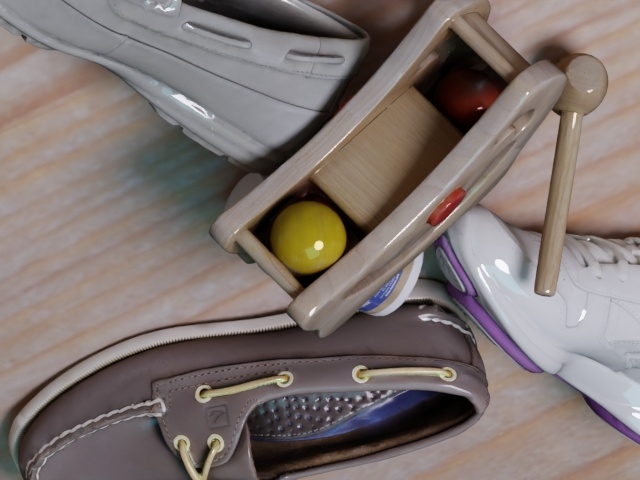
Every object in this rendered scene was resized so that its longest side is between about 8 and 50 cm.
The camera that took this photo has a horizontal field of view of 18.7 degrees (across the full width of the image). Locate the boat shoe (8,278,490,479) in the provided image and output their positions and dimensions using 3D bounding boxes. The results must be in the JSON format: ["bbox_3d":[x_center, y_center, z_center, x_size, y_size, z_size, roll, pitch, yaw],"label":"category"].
[{"bbox_3d":[-0.049,0.119,1.294,0.324,0.096,0.116,-15,132,-2],"label":"boat shoe"}]

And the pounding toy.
[{"bbox_3d":[0.083,-0.035,1.115,0.269,0.155,0.154,-41,168,-18],"label":"pounding toy"}]

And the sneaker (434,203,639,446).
[{"bbox_3d":[0.192,0.032,1.297,0.305,0.114,0.152,32,102,-39],"label":"sneaker"}]

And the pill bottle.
[{"bbox_3d":[0.000,0.000,1.226,0.120,0.067,0.067,22,121,-30],"label":"pill bottle"}]

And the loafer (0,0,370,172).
[{"bbox_3d":[-0.104,-0.148,1.052,0.111,0.112,0.319,-46,134,17],"label":"loafer"}]
